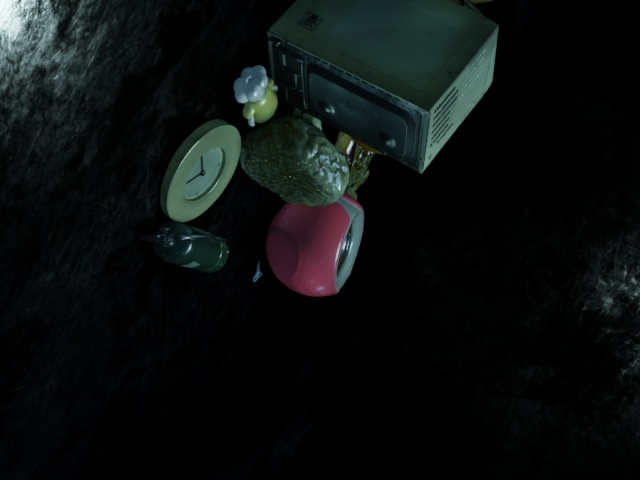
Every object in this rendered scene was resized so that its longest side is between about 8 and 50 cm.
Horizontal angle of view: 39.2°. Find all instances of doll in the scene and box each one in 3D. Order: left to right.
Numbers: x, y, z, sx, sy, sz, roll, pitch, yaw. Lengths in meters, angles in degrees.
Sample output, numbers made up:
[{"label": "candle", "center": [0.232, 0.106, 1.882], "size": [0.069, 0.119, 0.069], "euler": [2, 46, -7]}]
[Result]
[{"label": "doll", "center": [-0.133, -0.304, 1.881], "size": [0.106, 0.062, 0.162], "euler": [-60, 163, -11]}]

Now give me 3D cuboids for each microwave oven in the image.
[{"label": "microwave oven", "center": [0.137, -0.381, 1.930], "size": [0.333, 0.394, 0.247], "euler": [-51, 160, -21]}]

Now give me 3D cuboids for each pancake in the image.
[{"label": "pancake", "center": [0.106, -0.233, 2.617], "size": [0.305, 0.067, 0.426], "euler": [-43, 154, -44]}]

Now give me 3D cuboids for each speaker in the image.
[{"label": "speaker", "center": [0.000, 0.000, 2.384], "size": [0.294, 0.294, 0.294], "euler": [-50, 160, -26]}]

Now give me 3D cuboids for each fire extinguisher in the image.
[{"label": "fire extinguisher", "center": [-0.287, 0.008, 1.912], "size": [0.294, 0.118, 0.093], "euler": [28, 58, -73]}]

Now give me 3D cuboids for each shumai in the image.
[{"label": "shumai", "center": [-0.030, -0.211, 2.023], "size": [0.222, 0.261, 0.225], "euler": [-51, 145, -28]}]

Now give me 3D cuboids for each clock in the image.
[{"label": "clock", "center": [-0.251, -0.145, 1.884], "size": [0.235, 0.029, 0.235], "euler": [-48, 159, -25]}]

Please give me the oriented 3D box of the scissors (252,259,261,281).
[{"label": "scissors", "center": [-0.173, 0.082, 2.474], "size": [0.036, 0.006, 0.083], "euler": [-43, 156, -35]}]

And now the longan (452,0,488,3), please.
[{"label": "longan", "center": [0.395, -0.751, 2.118], "size": [0.404, 0.336, 0.404], "euler": [-36, 167, -9]}]

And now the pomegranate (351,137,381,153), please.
[{"label": "pomegranate", "center": [0.185, -0.345, 2.325], "size": [0.264, 0.264, 0.264], "euler": [-50, 160, -26]}]
